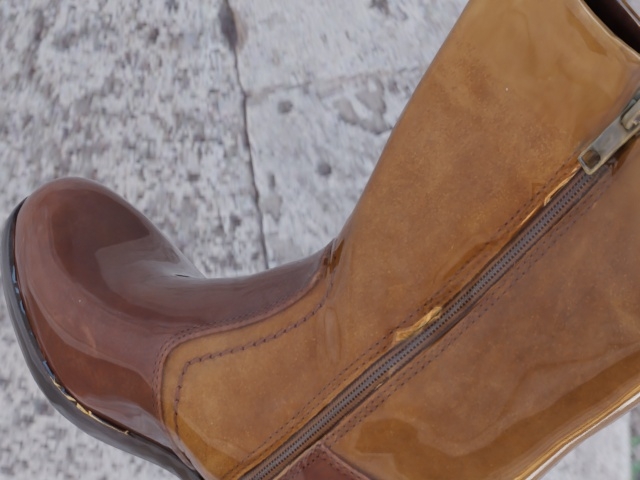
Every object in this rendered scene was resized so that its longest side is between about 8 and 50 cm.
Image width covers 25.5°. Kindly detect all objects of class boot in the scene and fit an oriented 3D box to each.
[{"bbox_3d":[0.000,0.000,0.515,0.096,0.264,0.280,-8,143,-41],"label":"boot"}]
